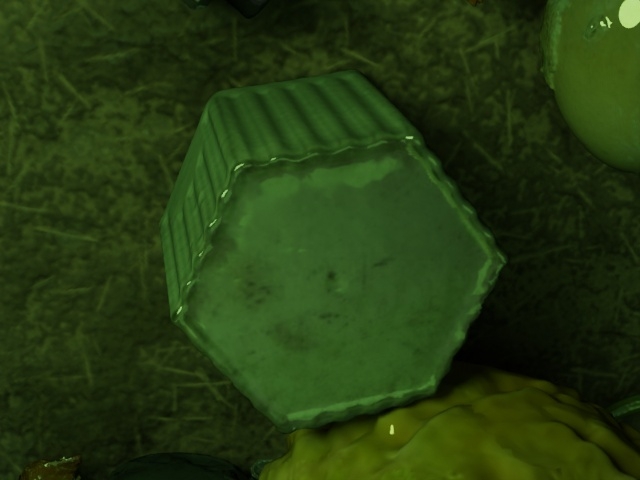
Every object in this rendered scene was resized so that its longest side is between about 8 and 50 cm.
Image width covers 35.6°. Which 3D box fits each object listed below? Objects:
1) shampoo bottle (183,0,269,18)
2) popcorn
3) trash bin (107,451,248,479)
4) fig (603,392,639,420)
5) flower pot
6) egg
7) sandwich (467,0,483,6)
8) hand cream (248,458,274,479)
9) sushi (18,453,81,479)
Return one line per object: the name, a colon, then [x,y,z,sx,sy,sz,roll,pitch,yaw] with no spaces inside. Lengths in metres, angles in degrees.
shampoo bottle: [-0.128,-0.247,0.680,0.246,0.080,0.079,39,100,-23]
popcorn: [0.140,0.261,0.764,0.344,0.354,0.390,-28,76,-28]
trash bin: [-0.124,0.272,0.855,0.175,0.175,0.161,3,98,-13]
fig: [0.373,0.172,0.945,0.245,0.149,0.149,9,111,6]
flower pot: [0.000,0.000,0.745,0.209,0.189,0.239,20,105,-18]
egg: [0.248,-0.148,0.757,0.164,0.164,0.201,-11,118,-7]
sandwich: [0.125,-0.285,0.712,0.160,0.109,0.185,-35,117,25]
hand cream: [-0.052,0.292,0.933,0.067,0.042,0.194,-4,116,-12]
sushi: [-0.235,0.230,0.865,0.060,0.061,0.118,12,129,-25]
